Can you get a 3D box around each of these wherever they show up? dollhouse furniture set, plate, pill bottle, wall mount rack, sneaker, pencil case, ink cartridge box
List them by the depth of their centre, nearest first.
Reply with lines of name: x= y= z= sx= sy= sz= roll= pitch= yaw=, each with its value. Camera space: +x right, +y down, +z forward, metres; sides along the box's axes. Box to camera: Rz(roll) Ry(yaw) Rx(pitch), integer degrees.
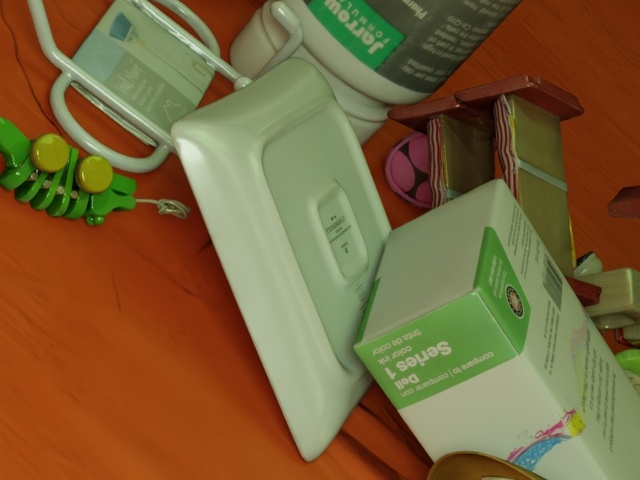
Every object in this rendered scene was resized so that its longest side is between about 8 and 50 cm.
plate: x=0.000 y=0.000 z=1.331 sx=0.278 sy=0.045 sz=0.277 roll=69 pitch=23 yaw=-9
ink cartridge box: x=0.160 y=0.121 z=1.339 sx=0.278 sy=0.117 sz=0.201 roll=55 pitch=24 yaw=-17
wall mount rack: x=-0.164 y=-0.214 z=1.451 sx=0.304 sy=0.130 sz=0.350 roll=38 pitch=25 yaw=-11
pill bottle: x=0.086 y=-0.262 z=1.615 sx=0.204 sy=0.361 sz=0.204 roll=33 pitch=27 yaw=-20
dollhouse furniture set: x=0.234 y=-0.005 z=1.620 sx=0.374 sy=0.152 sz=0.201 roll=19 pitch=64 yaw=-51
sneaker: x=0.271 y=0.067 z=1.754 sx=0.075 sy=0.057 sz=0.161 roll=59 pitch=25 yaw=-2
pencil case: x=0.141 y=-0.100 z=1.756 sx=0.095 sy=0.098 sz=0.209 roll=43 pitch=25 yaw=-1

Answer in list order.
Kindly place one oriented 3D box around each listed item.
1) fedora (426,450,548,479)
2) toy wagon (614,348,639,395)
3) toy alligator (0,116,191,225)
fedora: x=0.139 y=0.238 z=1.205 sx=0.194 sy=0.194 sz=0.079 roll=43 pitch=62 yaw=-1
toy wagon: x=0.322 y=0.214 z=1.577 sx=0.344 sy=0.068 sz=0.267 roll=34 pitch=27 yaw=-18
toy alligator: x=-0.180 y=-0.036 z=1.256 sx=0.190 sy=0.056 sz=0.051 roll=27 pitch=72 yaw=-34
